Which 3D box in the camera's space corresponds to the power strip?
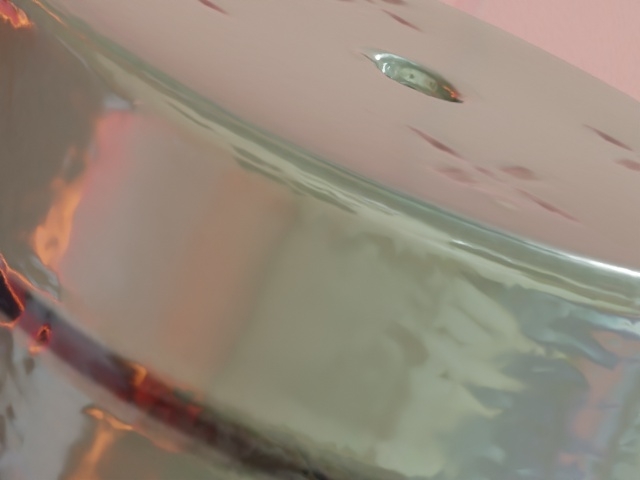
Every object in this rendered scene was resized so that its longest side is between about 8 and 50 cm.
[{"bbox_3d":[0.000,0.000,0.584,0.357,0.357,0.161,28,-70,11],"label":"power strip"}]
